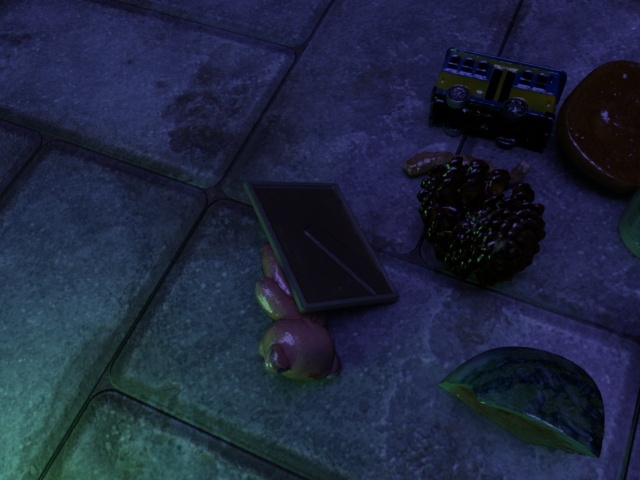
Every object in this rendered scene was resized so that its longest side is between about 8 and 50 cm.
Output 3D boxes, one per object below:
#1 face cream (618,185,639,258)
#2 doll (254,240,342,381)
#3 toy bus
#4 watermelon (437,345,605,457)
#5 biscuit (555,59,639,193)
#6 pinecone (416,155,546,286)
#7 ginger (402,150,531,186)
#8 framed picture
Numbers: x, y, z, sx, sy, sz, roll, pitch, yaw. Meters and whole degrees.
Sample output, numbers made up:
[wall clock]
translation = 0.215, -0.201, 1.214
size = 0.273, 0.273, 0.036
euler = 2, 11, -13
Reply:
[face cream]
translation = 0.732, -0.054, 1.293
size = 0.177, 0.153, 0.177
euler = -2, 60, 3
[doll]
translation = -0.075, 0.152, 1.266
size = 0.156, 0.201, 0.303
euler = -39, 51, 26
[toy bus]
translation = 0.415, -0.333, 1.486
size = 0.287, 0.138, 0.175
euler = 17, 65, 14
[watermelon]
translation = 0.364, 0.279, 1.146
size = 0.260, 0.256, 0.176
euler = 28, 111, 11
[biscuit]
translation = 0.712, -0.255, 1.439
size = 0.314, 0.063, 0.367
euler = 41, 65, 7
[pinecone]
translation = 0.321, -0.056, 1.297
size = 0.246, 0.246, 0.292
euler = -20, 46, -6
[ginger]
translation = 0.332, -0.165, 1.438
size = 0.288, 0.075, 0.089
euler = 10, 39, 16
[framed picture]
translation = 0.000, 0.000, 1.327
size = 0.247, 0.022, 0.335
euler = -3, 52, -36
